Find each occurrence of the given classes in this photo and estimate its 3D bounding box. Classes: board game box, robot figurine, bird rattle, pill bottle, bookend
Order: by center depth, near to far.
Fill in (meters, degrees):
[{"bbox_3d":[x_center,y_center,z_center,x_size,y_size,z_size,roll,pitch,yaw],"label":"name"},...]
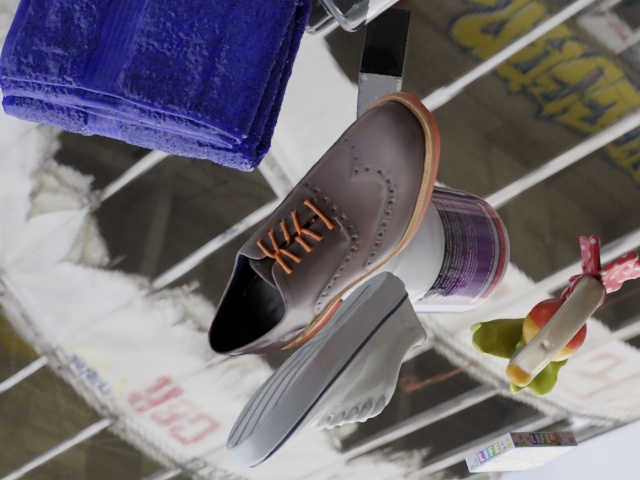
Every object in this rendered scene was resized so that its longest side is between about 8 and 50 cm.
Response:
[{"bbox_3d":[0.324,0.110,1.589,0.143,0.253,0.207,49,-159,1],"label":"bird rattle"},{"bbox_3d":[0.119,0.009,1.635,0.323,0.181,0.181,6,-120,-59],"label":"pill bottle"},{"bbox_3d":[0.067,-0.430,1.846,0.173,0.278,0.209,49,-169,-37],"label":"robot figurine"},{"bbox_3d":[0.321,0.337,1.922,0.154,0.103,0.026,7,-125,-40],"label":"board game box"},{"bbox_3d":[0.107,-0.290,2.069,0.072,0.156,0.157,7,-123,4],"label":"bookend"}]

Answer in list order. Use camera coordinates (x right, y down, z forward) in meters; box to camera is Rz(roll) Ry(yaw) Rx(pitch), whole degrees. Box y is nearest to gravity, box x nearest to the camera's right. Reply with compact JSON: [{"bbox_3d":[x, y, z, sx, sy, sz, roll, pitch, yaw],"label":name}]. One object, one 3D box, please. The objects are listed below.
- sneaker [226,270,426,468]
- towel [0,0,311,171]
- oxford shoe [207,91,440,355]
[{"bbox_3d":[0.020,0.130,1.104,0.091,0.094,0.258,52,-127,-7],"label":"sneaker"},{"bbox_3d":[-0.178,-0.210,1.253,0.076,0.308,0.227,28,-103,-73],"label":"towel"},{"bbox_3d":[0.000,0.000,0.953,0.097,0.271,0.098,43,-148,18],"label":"oxford shoe"}]
